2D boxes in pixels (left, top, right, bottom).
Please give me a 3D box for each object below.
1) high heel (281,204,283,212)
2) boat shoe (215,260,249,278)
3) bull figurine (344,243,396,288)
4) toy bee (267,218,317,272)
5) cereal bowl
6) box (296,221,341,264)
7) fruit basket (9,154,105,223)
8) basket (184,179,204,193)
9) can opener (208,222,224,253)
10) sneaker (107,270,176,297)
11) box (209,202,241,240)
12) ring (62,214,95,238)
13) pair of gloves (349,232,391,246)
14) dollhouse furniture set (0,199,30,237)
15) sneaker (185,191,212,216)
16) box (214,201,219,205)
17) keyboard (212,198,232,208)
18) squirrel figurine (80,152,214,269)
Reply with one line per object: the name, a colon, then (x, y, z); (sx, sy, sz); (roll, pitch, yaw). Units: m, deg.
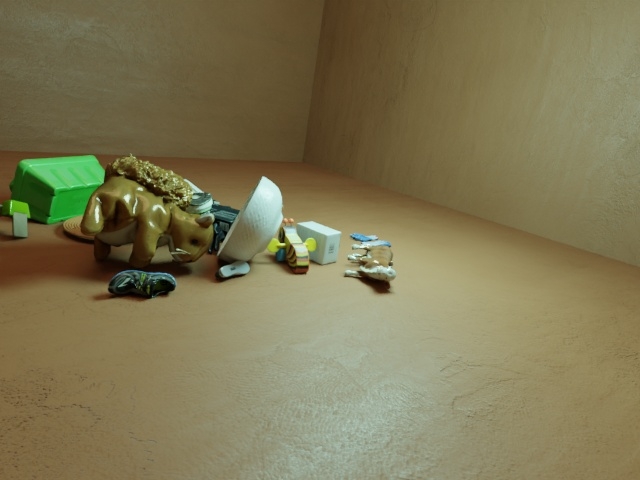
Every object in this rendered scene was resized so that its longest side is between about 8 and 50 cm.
high heel: (-0.288, -0.152, 2.325); (0.117, 0.082, 0.244); (14, 26, 20)
boat shoe: (-0.302, 0.101, 1.531); (0.040, 0.049, 0.142); (-26, -9, 31)
bull figurine: (0.201, 0.089, 1.726); (0.189, 0.101, 0.310); (10, 17, 10)
toy bee: (-0.130, 0.003, 1.742); (0.299, 0.162, 0.195); (23, 24, 39)
cereal bowl: (-0.239, -0.056, 1.645); (0.141, 0.338, 0.339); (31, 13, -13)
box: (-0.015, 0.007, 1.834); (0.171, 0.129, 0.091); (23, 23, 39)
fruit basket: (-1.139, -0.235, 1.889); (0.393, 0.282, 0.392); (23, 22, -10)
basket: (-0.622, -0.191, 2.081); (0.167, 0.113, 0.103); (35, 36, 22)
can opener: (-0.423, 0.001, 1.778); (0.059, 0.073, 0.186); (-30, 29, 12)
sneaker: (-0.513, 0.127, 1.300); (0.188, 0.066, 0.078); (2, 12, -31)
box: (-0.449, -0.084, 1.964); (0.262, 0.103, 0.184); (15, 21, 22)
ring: (-0.829, -0.049, 1.779); (0.337, 0.032, 0.336); (9, 16, -3)
pair of gloves: (0.245, 0.000, 2.177); (0.160, 0.023, 0.198); (-2, 19, -30)
dollhouse furniture set: (-1.199, -0.048, 1.534); (0.302, 0.151, 0.197); (-7, -5, 6)
sneaker: (-0.598, -0.088, 1.807); (0.411, 0.181, 0.158); (3, 22, 31)
box: (-0.646, -0.205, 2.370); (0.207, 0.036, 0.114); (21, 21, 35)
keyboard: (-0.586, -0.155, 2.184); (0.318, 0.033, 0.201); (-3, 33, -35)
squirrel figurine: (-0.539, -0.097, 1.500); (0.371, 0.281, 0.396); (9, 60, -14)
